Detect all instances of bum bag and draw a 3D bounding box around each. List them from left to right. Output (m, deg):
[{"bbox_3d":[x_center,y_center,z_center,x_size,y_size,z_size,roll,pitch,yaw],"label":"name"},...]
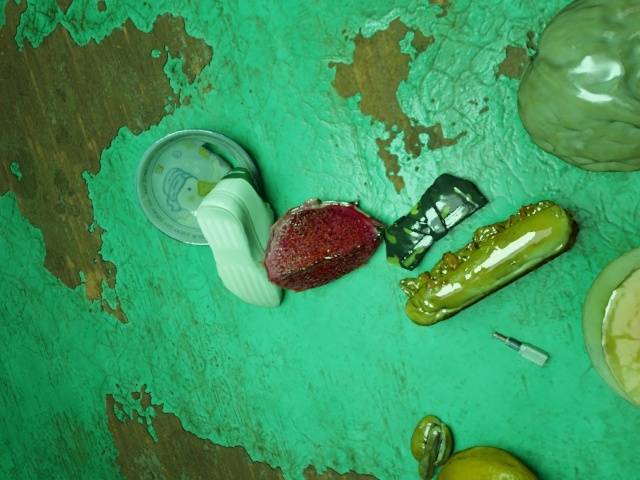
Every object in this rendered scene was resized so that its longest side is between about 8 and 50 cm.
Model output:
[{"bbox_3d":[0.216,-0.035,0.823,0.232,0.060,0.107,-45,74,22],"label":"bum bag"}]

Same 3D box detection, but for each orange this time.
[{"bbox_3d":[0.339,0.533,0.795,0.239,0.240,0.240,5,102,21],"label":"orange"}]

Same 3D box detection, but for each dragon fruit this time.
[{"bbox_3d":[-0.001,0.001,0.890,0.273,0.126,0.161,-22,62,-4],"label":"dragon fruit"}]

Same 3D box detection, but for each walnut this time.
[{"bbox_3d":[0.440,-0.231,0.601,0.272,0.227,0.274,3,102,16],"label":"walnut"}]

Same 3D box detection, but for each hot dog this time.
[{"bbox_3d":[0.244,0.465,0.913,0.089,0.060,0.140,26,113,20],"label":"hot dog"},{"bbox_3d":[0.300,0.041,0.759,0.348,0.158,0.117,-39,66,28],"label":"hot dog"}]

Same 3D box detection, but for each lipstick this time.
[{"bbox_3d":[0.397,0.212,0.818,0.107,0.025,0.025,27,109,22],"label":"lipstick"}]

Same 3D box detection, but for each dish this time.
[{"bbox_3d":[-0.280,-0.138,0.967,0.273,0.134,0.274,-4,116,-8],"label":"dish"}]

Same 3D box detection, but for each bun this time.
[{"bbox_3d":[0.587,0.140,0.648,0.298,0.164,0.299,2,96,24],"label":"bun"}]

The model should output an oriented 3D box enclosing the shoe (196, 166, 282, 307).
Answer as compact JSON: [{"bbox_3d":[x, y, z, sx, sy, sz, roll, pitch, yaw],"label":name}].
[{"bbox_3d":[-0.157,0.000,0.924,0.131,0.160,0.363,3,138,16],"label":"shoe"}]
